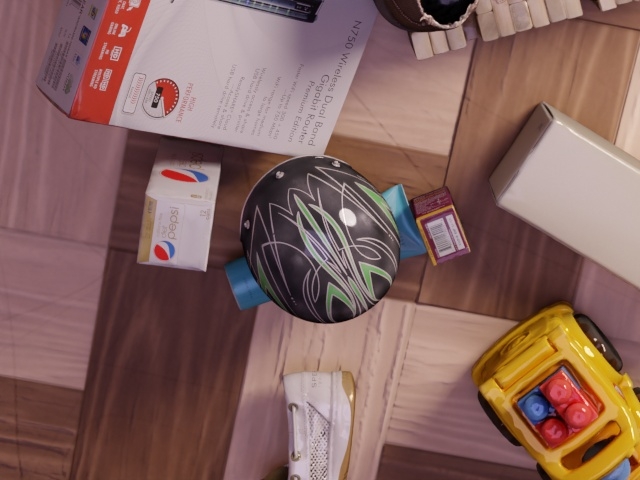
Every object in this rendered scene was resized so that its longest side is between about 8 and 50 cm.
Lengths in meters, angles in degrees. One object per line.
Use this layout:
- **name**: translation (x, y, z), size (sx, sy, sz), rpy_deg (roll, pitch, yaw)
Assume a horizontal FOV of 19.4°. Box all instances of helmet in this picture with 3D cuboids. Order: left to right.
- **helmet**: translation (0.000, 0.000, 1.863), size (0.169, 0.161, 0.169), rpy_deg (0, 87, -2)

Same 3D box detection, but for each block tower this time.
- **block tower**: translation (0.244, -0.271, 1.854), size (0.335, 0.097, 0.091), rpy_deg (-16, 107, 3)

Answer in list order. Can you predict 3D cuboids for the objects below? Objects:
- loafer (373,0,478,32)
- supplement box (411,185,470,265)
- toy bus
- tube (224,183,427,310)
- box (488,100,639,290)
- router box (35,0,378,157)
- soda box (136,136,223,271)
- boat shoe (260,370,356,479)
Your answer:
- **loafer**: translation (0.101, -0.353, 1.687), size (0.134, 0.130, 0.366), rpy_deg (-17, 117, -11)
- **supplement box**: translation (0.124, -0.015, 1.938), size (0.043, 0.083, 0.055), rpy_deg (-21, 107, 5)
- **toy bus**: translation (0.266, 0.188, 1.928), size (0.149, 0.211, 0.220), rpy_deg (-38, 90, 7)
- **tube**: translation (0.003, 0.013, 1.968), size (0.207, 0.052, 0.080), rpy_deg (-21, 111, 0)
- **box**: translation (0.318, -0.024, 1.934), size (0.275, 0.094, 0.113), rpy_deg (32, 104, -10)
- **router box**: translation (-0.077, -0.261, 1.781), size (0.301, 0.082, 0.335), rpy_deg (7, 111, -38)
- **soda box**: translation (-0.137, -0.039, 1.856), size (0.069, 0.216, 0.074), rpy_deg (7, 107, -3)
- **boat shoe**: translation (-0.021, 0.272, 2.025), size (0.096, 0.098, 0.277), rpy_deg (5, 98, -2)
